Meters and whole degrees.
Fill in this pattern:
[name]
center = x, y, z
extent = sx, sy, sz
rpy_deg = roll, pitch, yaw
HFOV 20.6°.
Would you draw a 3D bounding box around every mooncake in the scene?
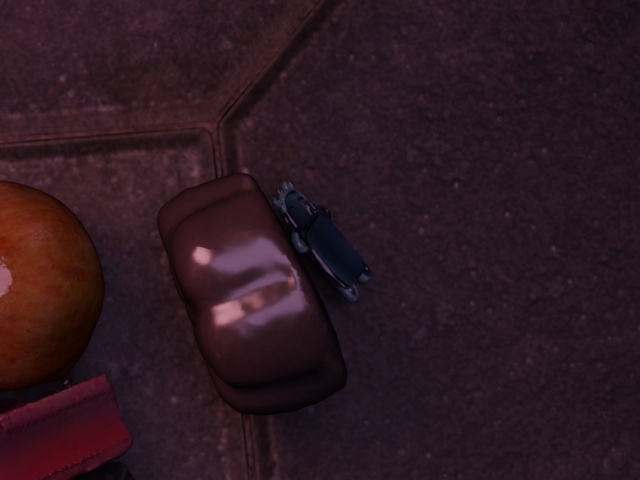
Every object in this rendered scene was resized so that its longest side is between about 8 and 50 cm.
[mooncake]
center = -0.069, 0.055, 1.747
extent = 0.133, 0.245, 0.245
rpy_deg = -20, 87, -5

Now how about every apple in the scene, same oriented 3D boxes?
[apple]
center = -0.320, 0.045, 1.711
extent = 0.211, 0.188, 0.211
rpy_deg = -2, 85, 28

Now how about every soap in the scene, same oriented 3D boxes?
[soap]
center = -0.294, 0.199, 1.698
extent = 0.250, 0.162, 0.099
rpy_deg = -20, 88, -56

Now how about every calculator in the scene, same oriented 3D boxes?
[calculator]
center = 0.000, 0.000, 1.846
extent = 0.019, 0.094, 0.141
rpy_deg = -34, 100, 30

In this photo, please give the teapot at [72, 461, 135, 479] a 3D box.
[teapot]
center = -0.227, 0.287, 1.772
extent = 0.091, 0.124, 0.092
rpy_deg = 60, 34, -18
